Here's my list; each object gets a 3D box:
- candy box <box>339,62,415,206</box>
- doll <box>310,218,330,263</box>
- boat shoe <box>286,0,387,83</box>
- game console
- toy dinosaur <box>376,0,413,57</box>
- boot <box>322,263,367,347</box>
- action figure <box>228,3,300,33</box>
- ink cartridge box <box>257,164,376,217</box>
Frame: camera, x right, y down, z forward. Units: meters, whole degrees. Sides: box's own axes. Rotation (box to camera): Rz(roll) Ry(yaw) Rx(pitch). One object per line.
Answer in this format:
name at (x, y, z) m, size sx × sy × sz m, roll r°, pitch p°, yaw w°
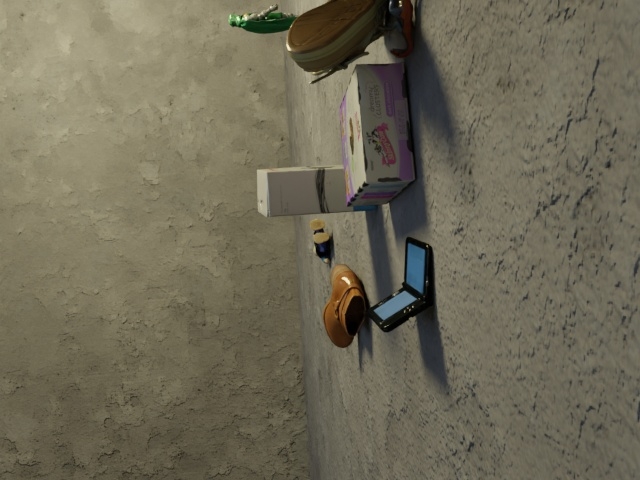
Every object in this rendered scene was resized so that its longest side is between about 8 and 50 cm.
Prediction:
candy box at (0.077, -0.146, 1.042) m, size 0.196 × 0.070 × 0.165 m, roll 131°, pitch 136°, yaw -82°
doll at (0.000, 0.000, 1.926) m, size 0.189 × 0.046 × 0.129 m, roll 86°, pitch 169°, yaw -71°
boat shoe at (0.039, -0.278, 0.968) m, size 0.285 × 0.104 × 0.089 m, roll -56°, pitch -41°, yaw -50°
game console at (0.102, 0.056, 0.951) m, size 0.071 × 0.107 × 0.122 m, roll 58°, pitch 177°, yaw -8°
toy dinosaur at (0.101, -0.274, 0.902) m, size 0.082 × 0.047 × 0.090 m, roll 69°, pitch 165°, yaw -6°
boot at (0.052, 0.160, 1.451) m, size 0.152 × 0.072 × 0.197 m, roll -118°, pitch 23°, yaw -66°
action figure at (-0.125, -0.577, 1.878) m, size 0.137 × 0.232 × 0.064 m, roll -161°, pitch 68°, yaw -82°
ink cartridge box at (-0.010, -0.090, 1.267) m, size 0.139 × 0.190 × 0.082 m, roll -149°, pitch 57°, yaw -75°
